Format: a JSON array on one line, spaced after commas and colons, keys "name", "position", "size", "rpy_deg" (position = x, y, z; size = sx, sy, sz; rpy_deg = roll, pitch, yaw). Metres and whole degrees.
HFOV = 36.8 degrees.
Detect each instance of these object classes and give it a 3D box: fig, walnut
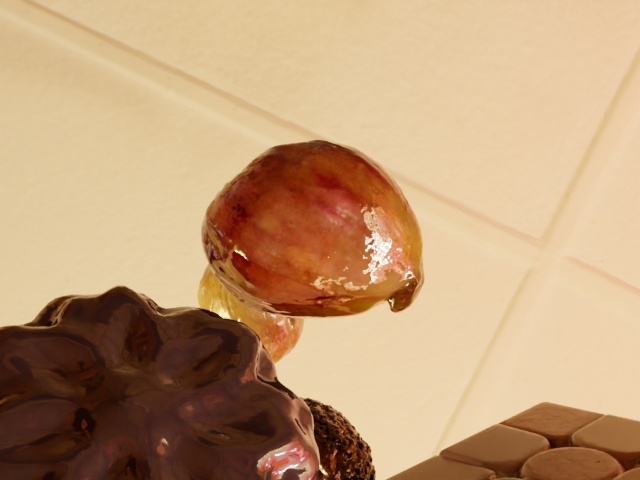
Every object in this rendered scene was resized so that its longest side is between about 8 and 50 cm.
[{"name": "fig", "position": [-0.009, -0.009, 1.123], "size": [0.263, 0.224, 0.224], "rpy_deg": [5, -90, -15]}, {"name": "walnut", "position": [-0.103, 0.099, 1.456], "size": [0.165, 0.165, 0.197], "rpy_deg": [-7, -71, 16]}]

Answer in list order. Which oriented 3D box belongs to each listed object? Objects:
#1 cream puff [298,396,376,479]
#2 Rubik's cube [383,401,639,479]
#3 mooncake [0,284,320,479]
[{"name": "cream puff", "position": [-0.031, 0.327, 1.298], "size": [0.239, 0.165, 0.239], "rpy_deg": [2, -86, 30]}, {"name": "Rubik's cube", "position": [0.315, 0.427, 1.157], "size": [0.347, 0.344, 0.346], "rpy_deg": [6, -74, 52]}, {"name": "mooncake", "position": [-0.142, 0.159, 0.726], "size": [0.283, 0.283, 0.141], "rpy_deg": [30, -43, 15]}]
